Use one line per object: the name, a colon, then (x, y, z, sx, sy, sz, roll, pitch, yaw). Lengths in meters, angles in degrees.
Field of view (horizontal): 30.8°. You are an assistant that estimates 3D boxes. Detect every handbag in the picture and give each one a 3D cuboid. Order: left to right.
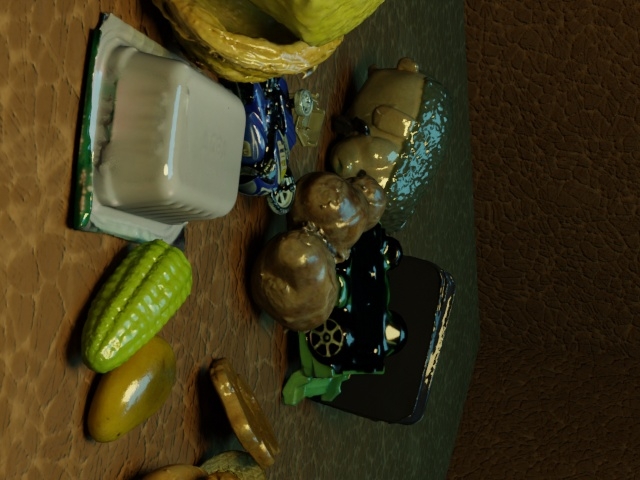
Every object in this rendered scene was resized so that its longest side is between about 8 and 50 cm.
handbag: (0.108, 0.184, 2.299, 0.118, 0.269, 0.325, 25, 80, -67)

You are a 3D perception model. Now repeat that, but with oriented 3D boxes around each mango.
mango: (-0.236, 0.185, 1.455, 0.103, 0.076, 0.161, 88, 25, -43)

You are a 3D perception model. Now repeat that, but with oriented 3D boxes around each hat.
hat: (-0.159, 0.386, 1.801, 0.146, 0.067, 0.146, -6, 101, -31)

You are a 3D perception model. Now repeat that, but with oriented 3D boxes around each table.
table: (-0.044, -0.205, 1.948, 0.062, 0.083, 0.079, 64, 36, -61)

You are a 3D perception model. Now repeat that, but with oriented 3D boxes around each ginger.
ginger: (0.000, 0.000, 1.927, 0.304, 0.155, 0.244, -56, 156, -13)

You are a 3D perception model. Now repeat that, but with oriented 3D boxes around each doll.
doll: (0.130, -0.189, 2.324, 0.247, 0.247, 0.349, 48, 55, -68)

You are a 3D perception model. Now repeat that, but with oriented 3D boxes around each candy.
candy: (-0.230, 0.085, 1.413, 0.209, 0.097, 0.096, -60, 150, -50)

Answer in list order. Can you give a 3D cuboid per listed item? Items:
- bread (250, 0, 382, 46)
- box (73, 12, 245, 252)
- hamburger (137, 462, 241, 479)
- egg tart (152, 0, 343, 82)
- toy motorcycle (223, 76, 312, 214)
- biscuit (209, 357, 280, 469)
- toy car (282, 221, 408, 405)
bread: (-0.016, -0.430, 1.365, 0.348, 0.308, 0.348, -58, 176, -6)
box: (-0.185, -0.123, 1.476, 0.337, 0.106, 0.264, 18, 78, -72)
hamburger: (-0.183, 0.448, 1.540, 0.314, 0.170, 0.289, 72, 26, -51)
egg tart: (-0.108, -0.299, 1.525, 0.123, 0.294, 0.294, -53, -174, 39)
toy motorcycle: (-0.095, -0.177, 1.754, 0.169, 0.113, 0.315, -40, 126, -57)
biscuit: (-0.118, 0.271, 1.806, 0.184, 0.035, 0.249, 64, 1, 14)
toy car: (0.035, 0.126, 2.161, 0.213, 0.176, 0.358, 2, 85, -55)
